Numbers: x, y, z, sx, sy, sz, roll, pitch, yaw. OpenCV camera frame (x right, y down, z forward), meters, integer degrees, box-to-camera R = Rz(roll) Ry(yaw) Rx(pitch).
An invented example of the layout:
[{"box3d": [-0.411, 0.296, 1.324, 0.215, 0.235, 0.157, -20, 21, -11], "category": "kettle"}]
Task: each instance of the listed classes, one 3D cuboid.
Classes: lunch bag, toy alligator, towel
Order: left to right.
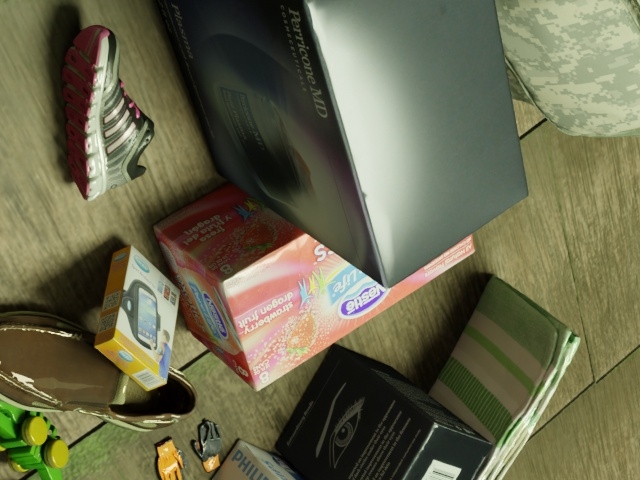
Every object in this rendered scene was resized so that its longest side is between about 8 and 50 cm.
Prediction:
[{"box3d": [-0.299, 0.177, 1.182, 0.189, 0.056, 0.051, 59, 30, -38], "category": "toy alligator"}, {"box3d": [0.177, 0.215, 1.455, 0.038, 0.248, 0.324, 26, 96, -20], "category": "towel"}, {"box3d": [0.268, -0.256, 1.254, 0.212, 0.256, 0.305, -51, 133, -5], "category": "lunch bag"}]

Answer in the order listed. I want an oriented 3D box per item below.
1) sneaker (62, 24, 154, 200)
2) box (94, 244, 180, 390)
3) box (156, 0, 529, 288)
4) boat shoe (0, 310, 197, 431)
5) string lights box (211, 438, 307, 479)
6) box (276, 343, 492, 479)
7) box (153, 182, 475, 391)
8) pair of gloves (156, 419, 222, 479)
[{"box3d": [-0.190, -0.119, 1.100, 0.075, 0.063, 0.170, -15, 127, -31], "category": "sneaker"}, {"box3d": [-0.175, 0.069, 1.169, 0.028, 0.136, 0.081, -21, 132, 25], "category": "box"}, {"box3d": [0.007, -0.163, 1.071, 0.183, 0.294, 0.296, -34, 129, -20], "category": "box"}, {"box3d": [-0.221, 0.126, 1.167, 0.257, 0.095, 0.095, 24, 69, -48], "category": "boat shoe"}, {"box3d": [0.000, 0.336, 1.441, 0.260, 0.133, 0.076, 33, 91, -43], "category": "string lights box"}, {"box3d": [0.069, 0.238, 1.393, 0.108, 0.207, 0.153, 25, 97, -40], "category": "box"}, {"box3d": [0.000, 0.000, 1.256, 0.300, 0.142, 0.154, -30, 129, -22], "category": "box"}, {"box3d": [-0.147, 0.244, 1.361, 0.083, 0.010, 0.074, -23, 125, -28], "category": "pair of gloves"}]
